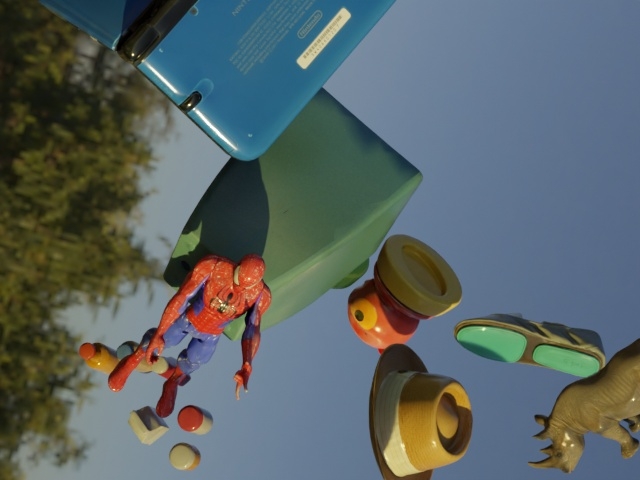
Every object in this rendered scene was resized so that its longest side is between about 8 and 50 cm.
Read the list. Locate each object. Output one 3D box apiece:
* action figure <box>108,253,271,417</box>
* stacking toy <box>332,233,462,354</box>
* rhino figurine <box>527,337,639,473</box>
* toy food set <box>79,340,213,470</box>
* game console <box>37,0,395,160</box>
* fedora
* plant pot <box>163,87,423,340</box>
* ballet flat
[{"bbox_3d":[-0.130,0.113,1.382,0.280,0.091,0.139,-49,-163,45],"label":"action figure"},{"bbox_3d":[0.000,0.000,1.808,0.130,0.279,0.309,-50,-129,29],"label":"stacking toy"},{"bbox_3d":[0.335,0.196,1.662,0.243,0.106,0.073,-40,-164,25],"label":"rhino figurine"},{"bbox_3d":[-0.247,0.225,2.078,0.111,0.232,0.104,-38,161,2],"label":"toy food set"},{"bbox_3d":[-0.089,-0.266,1.422,0.293,0.250,0.173,-50,-158,-7],"label":"game console"},{"bbox_3d":[0.120,0.203,1.603,0.194,0.079,0.194,-7,90,-65],"label":"fedora"},{"bbox_3d":[-0.045,-0.016,1.513,0.234,0.165,0.165,-42,170,-35],"label":"plant pot"},{"bbox_3d":[0.283,0.133,1.932,0.068,0.213,0.072,-81,-173,-49],"label":"ballet flat"}]
